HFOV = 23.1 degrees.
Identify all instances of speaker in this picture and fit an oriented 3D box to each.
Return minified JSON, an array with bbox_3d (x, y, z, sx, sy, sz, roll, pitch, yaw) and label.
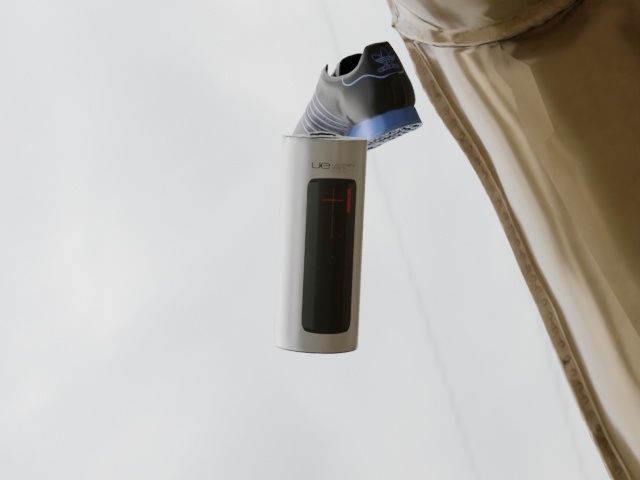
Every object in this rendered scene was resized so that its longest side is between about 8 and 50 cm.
[{"bbox_3d":[0.000,0.000,0.984,0.055,0.055,0.136,-4,-80,-51],"label":"speaker"}]

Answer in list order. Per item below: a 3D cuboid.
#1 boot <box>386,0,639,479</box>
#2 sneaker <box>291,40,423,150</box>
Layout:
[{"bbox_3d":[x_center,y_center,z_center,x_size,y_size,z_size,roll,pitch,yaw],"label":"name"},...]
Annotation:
[{"bbox_3d":[0.074,-0.004,0.333,0.270,0.089,0.236,66,-164,4],"label":"boot"},{"bbox_3d":[0.025,-0.133,1.568,0.081,0.232,0.090,-15,-92,-29],"label":"sneaker"}]
